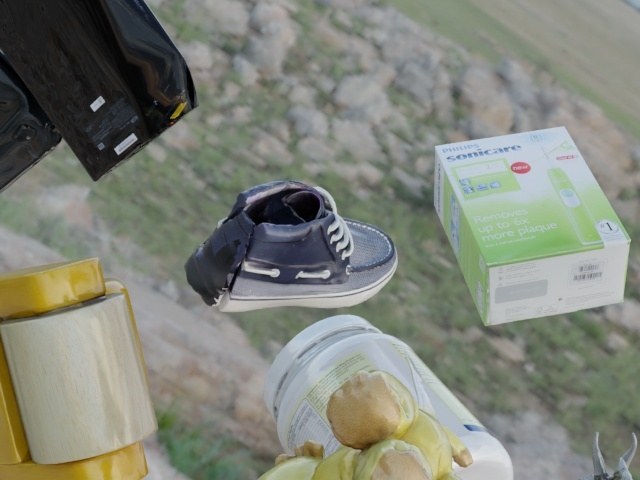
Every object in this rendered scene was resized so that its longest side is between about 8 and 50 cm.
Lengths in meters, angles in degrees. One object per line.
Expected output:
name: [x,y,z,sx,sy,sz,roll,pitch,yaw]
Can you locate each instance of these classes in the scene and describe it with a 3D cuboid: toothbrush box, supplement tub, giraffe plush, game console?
toothbrush box: [0.296,-0.026,1.954,0.206,0.122,0.283,-9,39,-6]
supplement tub: [0.085,0.275,1.875,0.235,0.235,0.325,17,22,-44]
giraffe plush: [0.017,0.193,1.014,0.181,0.170,0.210,53,13,-25]
game console: [-0.241,-0.123,1.023,0.044,0.361,0.213,-39,97,-40]

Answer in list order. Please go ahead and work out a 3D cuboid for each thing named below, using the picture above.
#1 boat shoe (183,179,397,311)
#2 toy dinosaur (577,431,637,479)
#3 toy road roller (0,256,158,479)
boat shoe: [0.000,0.000,1.749,0.340,0.158,0.127,-10,58,-43]
toy dinosaur: [0.242,0.337,1.431,0.121,0.313,0.160,21,49,-36]
toy road roller: [-0.246,0.119,1.323,0.329,0.203,0.240,-9,6,45]
